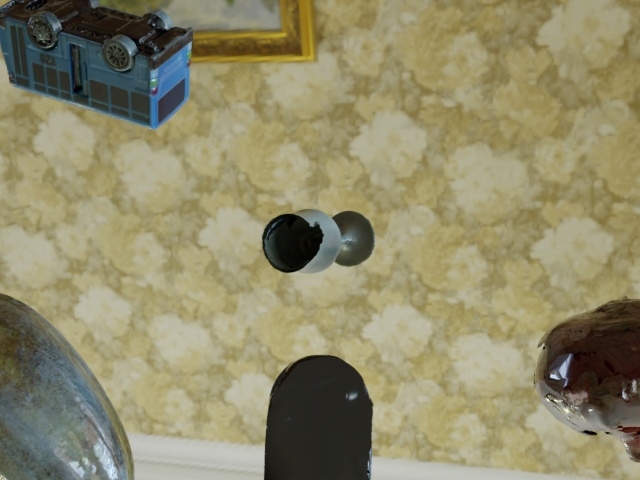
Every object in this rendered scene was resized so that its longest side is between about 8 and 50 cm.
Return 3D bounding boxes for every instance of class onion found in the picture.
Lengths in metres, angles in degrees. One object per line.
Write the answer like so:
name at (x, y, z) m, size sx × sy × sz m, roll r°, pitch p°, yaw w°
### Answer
onion at (0.413, 0.186, 1.126) m, size 0.252 × 0.219 × 0.252 m, roll -12°, pitch 173°, yaw -2°

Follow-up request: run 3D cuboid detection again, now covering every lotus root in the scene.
lotus root at (-0.275, 0.188, 0.861) m, size 0.140 × 0.322 × 0.158 m, roll -42°, pitch 180°, yaw -28°

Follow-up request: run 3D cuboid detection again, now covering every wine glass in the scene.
wine glass at (0.000, 0.000, 1.048) m, size 0.079 × 0.079 × 0.195 m, roll 8°, pitch -175°, yaw 23°

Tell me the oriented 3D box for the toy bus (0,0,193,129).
toy bus at (-0.232, -0.188, 0.874) m, size 0.185 × 0.106 × 0.090 m, roll 18°, pitch -140°, yaw 13°

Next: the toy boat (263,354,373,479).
toy boat at (-0.011, 0.290, 1.026) m, size 0.134 × 0.298 × 0.092 m, roll 6°, pitch 162°, yaw -13°
